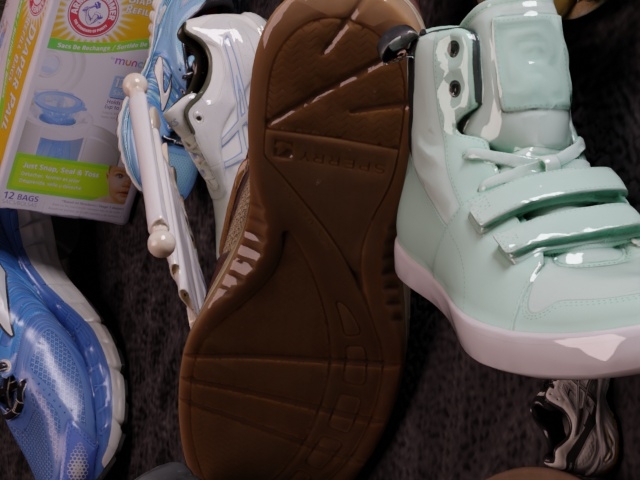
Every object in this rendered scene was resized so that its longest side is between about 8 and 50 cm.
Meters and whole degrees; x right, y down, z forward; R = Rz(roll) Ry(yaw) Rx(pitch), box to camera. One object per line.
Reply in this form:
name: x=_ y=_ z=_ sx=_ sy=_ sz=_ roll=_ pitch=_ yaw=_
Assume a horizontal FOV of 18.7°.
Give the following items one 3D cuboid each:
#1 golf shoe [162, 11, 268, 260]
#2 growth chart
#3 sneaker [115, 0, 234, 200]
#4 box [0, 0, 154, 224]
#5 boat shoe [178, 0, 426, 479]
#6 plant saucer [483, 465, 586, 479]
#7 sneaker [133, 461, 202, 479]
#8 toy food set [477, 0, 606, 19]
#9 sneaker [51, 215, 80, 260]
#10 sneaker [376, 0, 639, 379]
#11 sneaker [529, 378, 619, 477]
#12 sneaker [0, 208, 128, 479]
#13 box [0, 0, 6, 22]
golf shoe: x=-0.065 y=-0.060 z=1.248 sx=0.069 sy=0.086 sz=0.176 roll=-7 pitch=79 yaw=62
growth chart: x=-0.081 y=0.027 z=1.205 sx=0.172 sy=0.021 sz=0.237 roll=-104 pitch=0 yaw=-51
sneaker: x=-0.095 y=-0.103 z=1.345 sx=0.073 sy=0.063 sz=0.162 roll=18 pitch=100 yaw=60
box: x=-0.181 y=-0.129 z=1.467 sx=0.103 sy=0.114 sz=0.203 roll=56 pitch=132 yaw=53
boat shoe: x=0.000 y=0.000 z=1.098 sx=0.123 sy=0.123 sz=0.342 roll=-68 pitch=-12 yaw=-62
plant saucer: x=0.105 y=0.242 z=0.879 sx=0.278 sy=0.041 sz=0.278 roll=-22 pitch=66 yaw=61
sneaker: x=-0.072 y=0.277 z=1.130 sx=0.146 sy=0.122 sz=0.330 roll=29 pitch=132 yaw=32
toy food set: x=0.121 y=-0.165 z=0.946 sx=0.192 sy=0.038 sz=0.132 roll=23 pitch=104 yaw=63
sneaker: x=-0.227 y=-0.060 z=1.612 sx=0.061 sy=0.054 sz=0.152 roll=-174 pitch=90 yaw=-67
sneaker: x=0.096 y=-0.031 z=0.876 sx=0.256 sy=0.094 sz=0.151 roll=-148 pitch=53 yaw=-64
sneaker: x=0.114 y=0.069 z=0.906 sx=0.032 sy=0.037 sz=0.083 roll=128 pitch=142 yaw=-49
sneaker: x=-0.260 y=0.071 z=1.504 sx=0.330 sy=0.147 sz=0.130 roll=61 pitch=140 yaw=24
box: x=-0.373 y=-0.189 z=1.861 sx=0.311 sy=0.121 sz=0.148 roll=-35 pitch=53 yaw=57
